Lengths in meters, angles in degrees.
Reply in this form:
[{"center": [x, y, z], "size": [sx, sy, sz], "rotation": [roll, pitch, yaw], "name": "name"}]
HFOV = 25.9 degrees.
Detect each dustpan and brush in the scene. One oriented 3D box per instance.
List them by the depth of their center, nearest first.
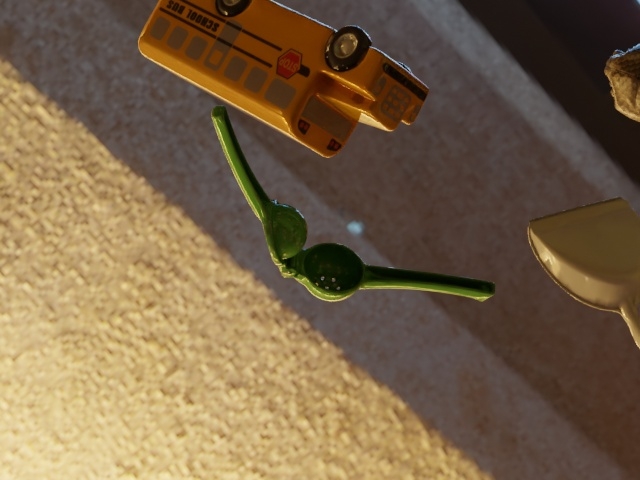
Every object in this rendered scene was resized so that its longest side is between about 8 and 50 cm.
[{"center": [0.348, 0.052, 1.636], "size": [0.147, 0.060, 0.211], "rotation": [-14, -131, -20], "name": "dustpan and brush"}]

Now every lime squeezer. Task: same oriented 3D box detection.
[{"center": [0.000, 0.000, 1.183], "size": [0.310, 0.110, 0.059], "rotation": [33, -123, -27], "name": "lime squeezer"}]

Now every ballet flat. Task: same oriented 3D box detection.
[{"center": [0.294, -0.110, 1.094], "size": [0.058, 0.084, 0.250], "rotation": [23, -169, 41], "name": "ballet flat"}]

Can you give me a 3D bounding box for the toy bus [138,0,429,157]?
[{"center": [-0.045, -0.194, 1.529], "size": [0.332, 0.130, 0.108], "rotation": [31, -179, 37], "name": "toy bus"}]
